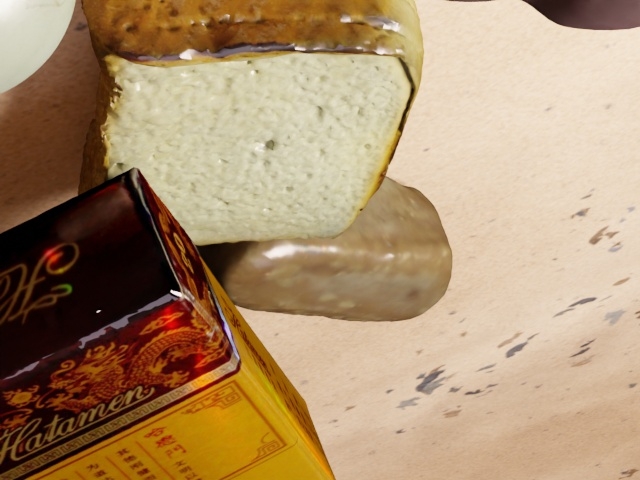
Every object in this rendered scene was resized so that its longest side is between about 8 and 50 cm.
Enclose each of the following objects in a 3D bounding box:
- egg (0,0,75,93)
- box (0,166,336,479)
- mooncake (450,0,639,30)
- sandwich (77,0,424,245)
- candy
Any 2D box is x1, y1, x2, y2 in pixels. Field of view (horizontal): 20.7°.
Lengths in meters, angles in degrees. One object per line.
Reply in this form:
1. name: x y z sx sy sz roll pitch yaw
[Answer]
1. egg: -0.210 -0.146 0.892 0.149 0.149 0.192 -31 145 25
2. box: -0.162 0.136 1.287 0.264 0.116 0.415 -26 148 4
3. mooncake: 0.119 -0.232 0.812 0.306 0.154 0.306 8 139 7
4. sandwich: -0.054 -0.089 1.184 0.226 0.087 0.251 -2 152 -12
5. candy: 0.000 0.000 1.389 0.234 0.104 0.102 4 143 -39
